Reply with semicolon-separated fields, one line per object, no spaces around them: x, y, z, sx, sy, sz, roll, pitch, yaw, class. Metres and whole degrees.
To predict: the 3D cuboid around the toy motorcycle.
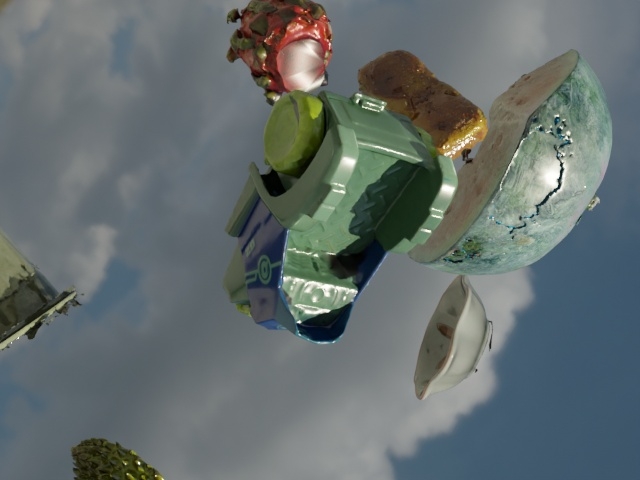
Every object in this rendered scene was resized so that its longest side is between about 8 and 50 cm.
0.000;0.000;1.401;0.326;0.191;0.200;-57;-141;28;toy motorcycle

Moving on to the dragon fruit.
-0.064;-0.298;1.840;0.166;0.160;0.172;-61;-149;15;dragon fruit

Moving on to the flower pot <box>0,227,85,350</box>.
-0.489;0.050;1.572;0.290;0.259;0.290;-33;-177;2;flower pot

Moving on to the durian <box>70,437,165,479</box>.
-0.277;0.465;1.994;0.157;0.355;0.169;-37;-179;1;durian

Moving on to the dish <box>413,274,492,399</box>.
0.235;0.173;2.048;0.229;0.081;0.229;-159;-90;-84;dish

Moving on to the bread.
0.182;-0.252;2.242;0.139;0.077;0.271;-30;-126;-17;bread

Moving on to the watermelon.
0.265;-0.062;1.452;0.322;0.175;0.188;-61;-166;14;watermelon
